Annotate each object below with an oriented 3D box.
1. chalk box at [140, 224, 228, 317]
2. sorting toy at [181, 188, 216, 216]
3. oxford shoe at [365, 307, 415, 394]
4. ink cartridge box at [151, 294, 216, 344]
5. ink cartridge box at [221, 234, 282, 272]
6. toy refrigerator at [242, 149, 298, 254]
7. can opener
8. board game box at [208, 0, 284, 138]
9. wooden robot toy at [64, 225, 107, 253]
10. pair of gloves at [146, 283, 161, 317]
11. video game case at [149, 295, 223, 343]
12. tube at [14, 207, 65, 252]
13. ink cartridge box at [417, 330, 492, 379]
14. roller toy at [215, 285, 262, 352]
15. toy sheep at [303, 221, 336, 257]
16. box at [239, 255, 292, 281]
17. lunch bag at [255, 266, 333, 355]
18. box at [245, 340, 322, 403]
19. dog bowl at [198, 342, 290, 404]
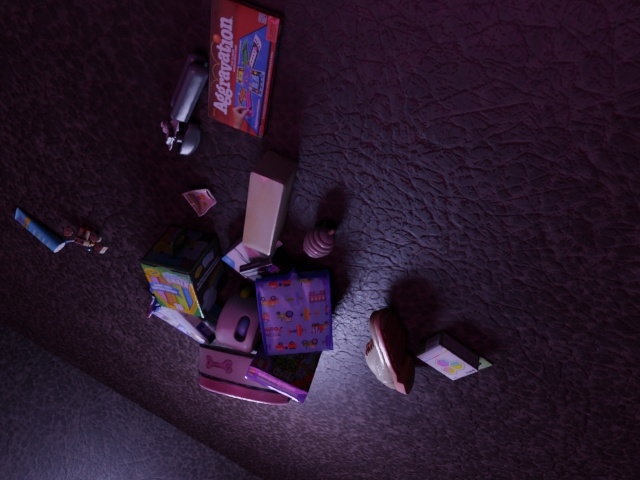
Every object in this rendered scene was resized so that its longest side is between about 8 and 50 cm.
[{"bbox_3d":[-0.436,0.078,1.390,0.179,0.180,0.288,12,135,14],"label":"chalk box"},{"bbox_3d":[-0.342,-0.121,1.250,0.075,0.044,0.083,-14,125,26],"label":"sorting toy"},{"bbox_3d":[0.199,0.364,1.403,0.147,0.140,0.396,5,132,31],"label":"oxford shoe"},{"bbox_3d":[-0.508,0.278,1.608,0.224,0.045,0.223,5,138,52],"label":"ink cartridge box"},{"bbox_3d":[-0.211,0.034,1.324,0.104,0.060,0.180,40,135,-16],"label":"ink cartridge box"},{"bbox_3d":[-0.139,-0.093,1.134,0.094,0.102,0.269,23,138,3],"label":"toy refrigerator"},{"bbox_3d":[-0.316,-0.318,1.032,0.093,0.074,0.280,4,148,-29],"label":"can opener"},{"bbox_3d":[-0.170,-0.365,0.935,0.145,0.027,0.281,23,138,5],"label":"board game box"},{"bbox_3d":[-0.861,-0.004,1.611,0.174,0.076,0.079,19,172,7],"label":"wooden robot toy"},{"bbox_3d":[-0.589,0.174,1.561,0.023,0.198,0.159,20,134,-34],"label":"pair of gloves"},{"bbox_3d":[-0.531,0.280,1.719,0.270,0.061,0.244,35,135,-10],"label":"video game case"},{"bbox_3d":[-1.103,-0.040,1.692,0.207,0.052,0.080,42,126,-8],"label":"tube"},{"bbox_3d":[0.422,0.377,1.360,0.209,0.062,0.109,34,136,-10],"label":"ink cartridge box"},{"bbox_3d":[-0.260,0.286,1.499,0.147,0.191,0.209,19,137,6],"label":"roller toy"},{"bbox_3d":[0.000,0.000,1.170,0.091,0.091,0.132,34,137,-9],"label":"toy sheep"},{"bbox_3d":[-0.154,0.100,1.321,0.116,0.029,0.162,-16,152,20],"label":"box"},{"bbox_3d":[-0.078,0.208,1.339,0.221,0.138,0.293,-4,127,-4],"label":"lunch bag"},{"bbox_3d":[-0.106,0.388,1.456,0.201,0.293,0.057,23,116,2],"label":"box"},{"bbox_3d":[-0.267,0.500,1.618,0.409,0.150,0.408,12,165,3],"label":"dog bowl"}]
